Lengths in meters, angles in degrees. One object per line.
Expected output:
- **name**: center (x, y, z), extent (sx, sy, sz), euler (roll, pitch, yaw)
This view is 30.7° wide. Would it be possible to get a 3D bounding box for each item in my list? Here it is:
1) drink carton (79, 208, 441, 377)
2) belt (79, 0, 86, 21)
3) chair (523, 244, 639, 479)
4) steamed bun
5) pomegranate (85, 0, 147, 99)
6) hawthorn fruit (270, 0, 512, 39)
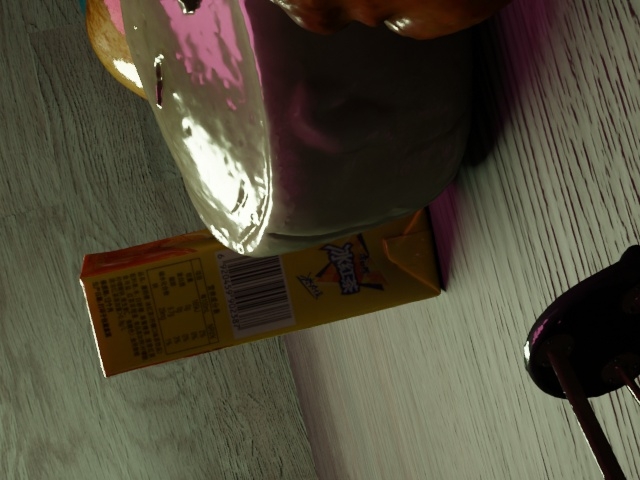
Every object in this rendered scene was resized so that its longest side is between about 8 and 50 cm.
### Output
- **drink carton**: center (-0.066, 0.035, 1.227), extent (0.154, 0.351, 0.111), euler (-139, 35, -77)
- **belt**: center (-0.176, -0.376, 1.523), extent (0.173, 0.300, 0.436), euler (100, 155, -72)
- **chair**: center (0.170, 0.096, 0.580), extent (0.221, 0.095, 0.104), euler (-111, 23, -49)
- **steamed bun**: center (-0.005, -0.166, 0.909), extent (0.236, 0.247, 0.383), euler (29, 136, 52)
- **pomegranate**: center (-0.109, -0.265, 1.162), extent (0.319, 0.319, 0.319), euler (167, 90, -82)
- **hawthorn fruit**: center (0.030, -0.243, 0.621), extent (0.224, 0.224, 0.260), euler (-122, 33, -67)
